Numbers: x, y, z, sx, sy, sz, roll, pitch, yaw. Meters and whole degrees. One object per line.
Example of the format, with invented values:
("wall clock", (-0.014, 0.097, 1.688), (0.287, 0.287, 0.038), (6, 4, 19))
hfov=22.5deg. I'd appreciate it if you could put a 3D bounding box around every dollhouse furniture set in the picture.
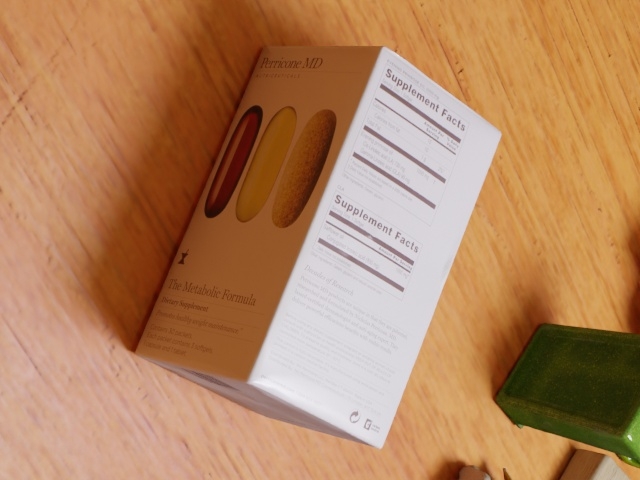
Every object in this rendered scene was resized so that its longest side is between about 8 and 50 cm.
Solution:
("dollhouse furniture set", (0.213, 0.246, 1.318), (0.197, 0.151, 0.301), (47, 67, -33))

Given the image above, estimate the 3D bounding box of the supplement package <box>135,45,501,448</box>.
("supplement package", (0.000, 0.000, 1.125), (0.134, 0.139, 0.244), (31, 75, -38))
